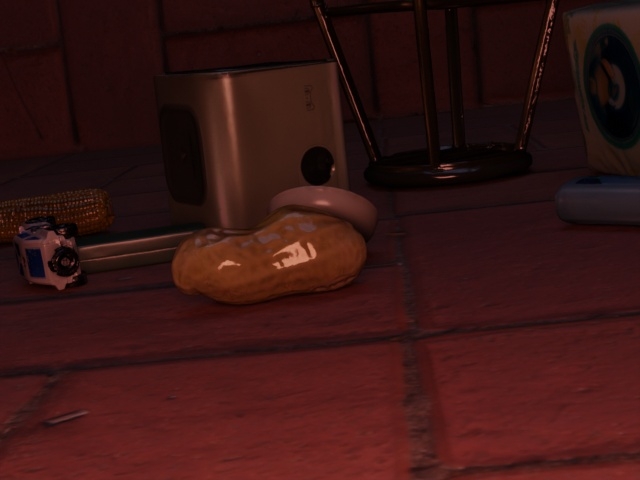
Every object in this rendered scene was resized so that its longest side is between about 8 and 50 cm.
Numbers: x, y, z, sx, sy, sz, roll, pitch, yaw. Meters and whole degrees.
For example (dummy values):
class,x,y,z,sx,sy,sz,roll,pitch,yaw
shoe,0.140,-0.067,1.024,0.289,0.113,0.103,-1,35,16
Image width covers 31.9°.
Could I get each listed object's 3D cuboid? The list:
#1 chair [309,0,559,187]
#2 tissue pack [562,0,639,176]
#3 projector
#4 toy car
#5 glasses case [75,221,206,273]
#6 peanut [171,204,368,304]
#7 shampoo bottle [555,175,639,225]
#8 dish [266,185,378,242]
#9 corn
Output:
class,x,y,z,sx,sy,sz,roll,pitch,yaw
chair,0.216,-0.316,2.014,0.365,0.410,0.362,-12,12,-30
tissue pack,0.530,-0.232,1.713,0.162,0.287,0.388,-15,11,-11
projector,-0.108,-0.153,1.765,0.249,0.249,0.248,-12,12,-30
toy car,-0.354,0.018,1.447,0.070,0.080,0.171,-14,13,-26
glasses case,-0.247,0.010,1.537,0.184,0.039,0.078,-8,10,-10
peanut,-0.054,0.018,1.210,0.214,0.098,0.090,-11,21,-13
shampoo bottle,0.425,-0.048,1.378,0.258,0.061,0.104,4,14,44
dish,0.000,0.000,1.380,0.141,0.078,0.141,4,-26,2
corn,-0.452,-0.037,1.829,0.231,0.080,0.080,-7,10,1
